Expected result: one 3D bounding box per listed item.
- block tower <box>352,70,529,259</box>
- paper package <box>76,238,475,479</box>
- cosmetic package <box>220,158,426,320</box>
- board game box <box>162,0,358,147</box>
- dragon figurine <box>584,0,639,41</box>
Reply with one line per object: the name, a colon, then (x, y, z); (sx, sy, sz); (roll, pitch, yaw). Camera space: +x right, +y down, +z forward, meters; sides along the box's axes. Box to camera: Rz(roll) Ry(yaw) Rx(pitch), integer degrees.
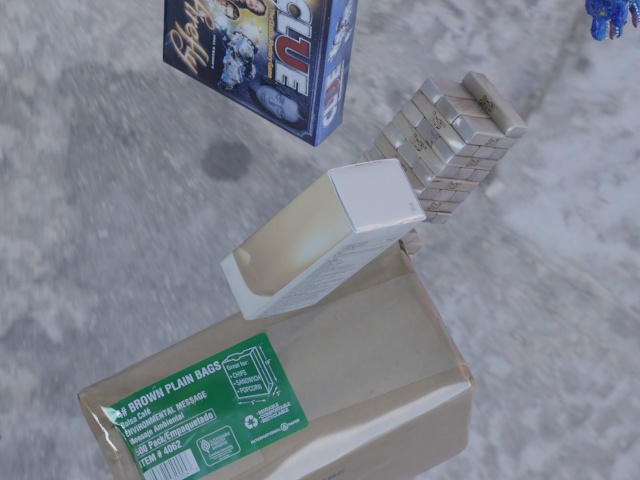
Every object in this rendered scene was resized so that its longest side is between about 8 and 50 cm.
block tower: (0.076, -0.038, 1.954); (0.097, 0.091, 0.335); (3, 134, -52)
paper package: (-0.031, 0.167, 1.658); (0.325, 0.309, 0.168); (-26, 73, -5)
cosmetic package: (0.000, 0.000, 1.019); (0.060, 0.115, 0.041); (-11, 70, -44)
board game box: (-0.048, -0.204, 1.421); (0.165, 0.243, 0.042); (30, 53, 19)
dragon figurine: (0.309, -0.292, 1.459); (0.144, 0.085, 0.289); (13, 98, -24)
